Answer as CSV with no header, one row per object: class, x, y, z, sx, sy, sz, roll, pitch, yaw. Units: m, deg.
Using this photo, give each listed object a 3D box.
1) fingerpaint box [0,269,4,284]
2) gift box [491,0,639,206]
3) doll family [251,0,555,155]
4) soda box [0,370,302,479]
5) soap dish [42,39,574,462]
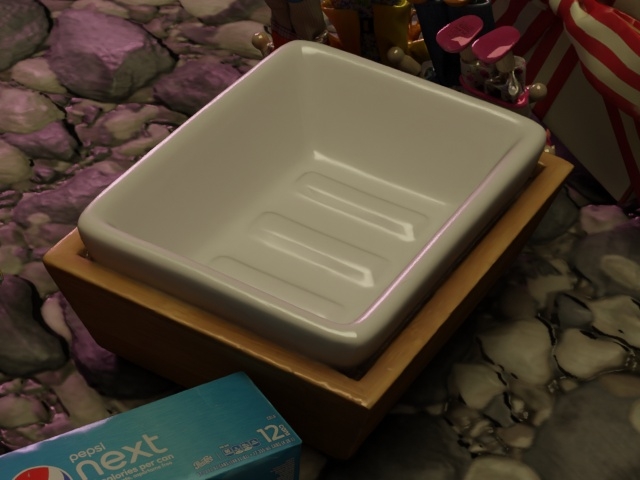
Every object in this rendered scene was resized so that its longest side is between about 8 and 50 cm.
fingerpaint box,-0.432,-0.074,0.856,0.445,0.163,0.371,-15,78,-46
gift box,0.251,-0.181,1.308,0.258,0.276,0.255,-23,59,-36
doll family,0.078,-0.134,1.296,0.263,0.163,0.118,22,59,30
soda box,-0.117,0.147,0.980,0.210,0.067,0.071,-17,42,-26
soap dish,0.000,0.000,1.142,0.229,0.118,0.291,22,41,21
